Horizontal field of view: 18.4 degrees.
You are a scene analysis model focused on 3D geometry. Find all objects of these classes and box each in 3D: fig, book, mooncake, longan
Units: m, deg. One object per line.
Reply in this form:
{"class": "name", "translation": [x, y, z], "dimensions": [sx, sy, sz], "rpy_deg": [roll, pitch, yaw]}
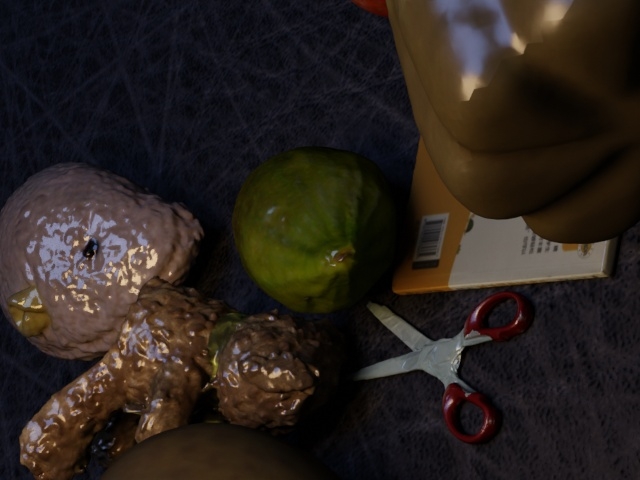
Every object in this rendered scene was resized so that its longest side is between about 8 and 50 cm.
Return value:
{"class": "fig", "translation": [0.005, 0.004, 1.934], "dimensions": [0.167, 0.167, 0.233], "rpy_deg": [-53, 37, 22]}
{"class": "book", "translation": [0.180, -0.056, 1.845], "dimensions": [0.295, 0.020, 0.207], "rpy_deg": [-7, 66, 53]}
{"class": "mooncake", "translation": [0.241, -0.159, 1.513], "dimensions": [0.378, 0.378, 0.200], "rpy_deg": [-37, 55, 39]}
{"class": "longan", "translation": [-0.090, 0.315, 1.786], "dimensions": [0.319, 0.319, 0.318], "rpy_deg": [-31, 48, 43]}

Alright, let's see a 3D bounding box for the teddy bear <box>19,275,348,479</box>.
{"class": "teddy bear", "translation": [-0.125, 0.167, 1.991], "dimensions": [0.222, 0.246, 0.296], "rpy_deg": [40, 111, 16]}

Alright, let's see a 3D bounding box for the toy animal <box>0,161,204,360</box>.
{"class": "toy animal", "translation": [-0.286, 0.024, 2.311], "dimensions": [0.358, 0.188, 0.226], "rpy_deg": [22, 86, 57]}

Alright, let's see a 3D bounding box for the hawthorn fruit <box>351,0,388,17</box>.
{"class": "hawthorn fruit", "translation": [0.086, -0.309, 1.995], "dimensions": [0.189, 0.189, 0.189], "rpy_deg": [-31, 48, 43]}

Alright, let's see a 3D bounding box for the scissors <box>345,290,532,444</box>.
{"class": "scissors", "translation": [0.104, 0.108, 1.868], "dimensions": [0.248, 0.017, 0.144], "rpy_deg": [7, 77, 57]}
